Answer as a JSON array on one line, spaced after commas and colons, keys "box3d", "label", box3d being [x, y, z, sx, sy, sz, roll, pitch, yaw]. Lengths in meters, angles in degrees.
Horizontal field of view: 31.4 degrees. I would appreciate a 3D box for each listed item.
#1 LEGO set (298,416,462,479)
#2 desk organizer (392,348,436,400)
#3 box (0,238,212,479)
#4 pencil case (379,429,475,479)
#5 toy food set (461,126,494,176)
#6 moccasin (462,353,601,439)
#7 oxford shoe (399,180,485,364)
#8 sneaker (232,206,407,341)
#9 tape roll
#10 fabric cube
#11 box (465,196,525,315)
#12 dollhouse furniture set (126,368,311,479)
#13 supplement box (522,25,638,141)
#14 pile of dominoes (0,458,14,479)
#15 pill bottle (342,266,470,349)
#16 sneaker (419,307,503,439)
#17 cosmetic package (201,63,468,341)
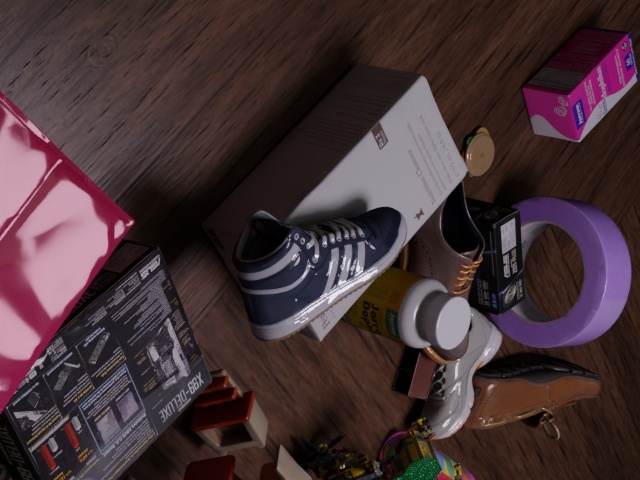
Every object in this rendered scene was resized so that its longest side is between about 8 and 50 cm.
[{"box3d": [0.116, 0.414, 1.919, 0.255, 0.192, 0.331, -30, 126, 9], "label": "LEGO set"}, {"box3d": [0.176, 0.217, 2.047, 0.050, 0.047, 0.130, 16, 89, -41], "label": "desk organizer"}, {"box3d": [-0.295, 0.183, 1.502, 0.307, 0.076, 0.242, -46, 132, -37], "label": "box"}, {"box3d": [0.202, 0.435, 2.106, 0.236, 0.104, 0.104, 42, 72, -43], "label": "pencil case"}, {"box3d": [0.286, -0.157, 2.062, 0.082, 0.020, 0.083, -42, 129, -28], "label": "toy food set"}, {"box3d": [0.418, 0.313, 2.256, 0.380, 0.139, 0.147, -3, 105, -45], "label": "moccasin"}, {"box3d": [0.212, 0.054, 1.942, 0.130, 0.132, 0.364, -31, 116, -39], "label": "oxford shoe"}, {"box3d": [0.000, 0.000, 1.544, 0.282, 0.099, 0.153, -38, 127, -26], "label": "sneaker"}, {"box3d": [0.426, 0.058, 2.086, 0.090, 0.274, 0.275, 4, 100, -46], "label": "tape roll"}, {"box3d": [-0.414, -0.010, 1.224, 0.258, 0.254, 0.259, -58, 134, -18], "label": "fabric cube"}, {"box3d": [0.279, 0.024, 2.019, 0.077, 0.147, 0.180, -28, 122, -37], "label": "box"}, {"box3d": [-0.158, 0.329, 1.614, 0.135, 0.262, 0.259, 57, 28, -37], "label": "dollhouse furniture set"}, {"box3d": [0.497, -0.300, 2.169, 0.220, 0.114, 0.111, -44, 130, -26], "label": "supplement box"}, {"box3d": [-0.473, 0.274, 1.405, 0.251, 0.040, 0.196, 29, 81, -47], "label": "pile of dominoes"}, {"box3d": [0.138, 0.109, 1.855, 0.117, 0.208, 0.118, -16, 114, -42], "label": "pill bottle"}, {"box3d": [0.232, 0.235, 2.088, 0.121, 0.099, 0.262, 45, 62, -36], "label": "sneaker"}, {"box3d": [0.028, -0.064, 1.726, 0.385, 0.156, 0.217, -50, 131, -22], "label": "cosmetic package"}]
